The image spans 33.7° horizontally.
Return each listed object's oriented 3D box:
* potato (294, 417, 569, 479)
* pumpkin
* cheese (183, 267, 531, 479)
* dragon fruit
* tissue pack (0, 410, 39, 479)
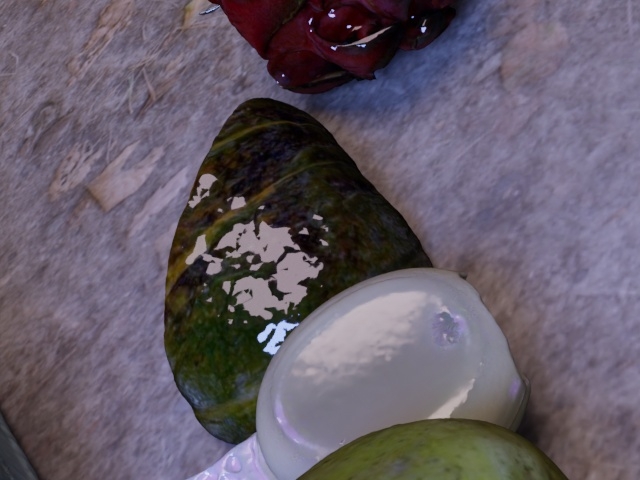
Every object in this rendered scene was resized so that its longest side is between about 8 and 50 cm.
[{"bbox_3d":[0.024,0.193,0.440,0.228,0.149,0.197,-41,66,21],"label":"potato"},{"bbox_3d":[-0.001,-0.005,0.703,0.163,0.111,0.278,0,51,29],"label":"pumpkin"},{"bbox_3d":[0.002,0.105,0.578,0.227,0.064,0.137,-32,45,1],"label":"cheese"},{"bbox_3d":[-0.009,-0.225,0.860,0.293,0.234,0.233,-23,37,50],"label":"dragon fruit"},{"bbox_3d":[-0.375,0.240,0.649,0.405,0.205,0.332,-43,41,-8],"label":"tissue pack"}]
